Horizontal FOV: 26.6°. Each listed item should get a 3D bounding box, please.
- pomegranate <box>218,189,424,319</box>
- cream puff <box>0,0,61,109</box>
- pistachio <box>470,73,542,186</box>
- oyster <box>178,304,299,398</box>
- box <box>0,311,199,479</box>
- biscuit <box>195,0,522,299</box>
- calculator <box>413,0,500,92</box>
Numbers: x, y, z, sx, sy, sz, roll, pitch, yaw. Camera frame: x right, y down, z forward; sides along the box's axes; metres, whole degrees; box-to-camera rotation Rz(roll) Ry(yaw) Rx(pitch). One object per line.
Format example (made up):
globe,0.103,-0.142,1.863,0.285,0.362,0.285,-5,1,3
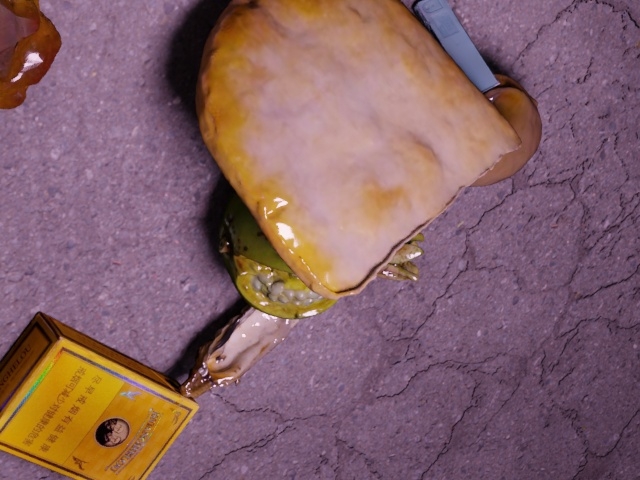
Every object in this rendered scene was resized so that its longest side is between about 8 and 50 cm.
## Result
pomegranate,0.000,0.000,1.988,0.302,0.236,0.236,3,119,-7
cream puff,-0.443,-0.249,1.591,0.241,0.155,0.269,-33,134,-13
pistachio,0.254,-0.161,2.154,0.213,0.163,0.260,-40,150,18
oyster,-0.098,0.121,2.125,0.345,0.078,0.128,-43,141,-17
box,-0.350,0.254,2.023,0.193,0.084,0.301,-52,134,4
biscuit,0.025,-0.166,1.877,0.446,0.104,0.429,48,61,-10
calculator,0.202,-0.294,2.037,0.057,0.172,0.018,-29,170,-20
